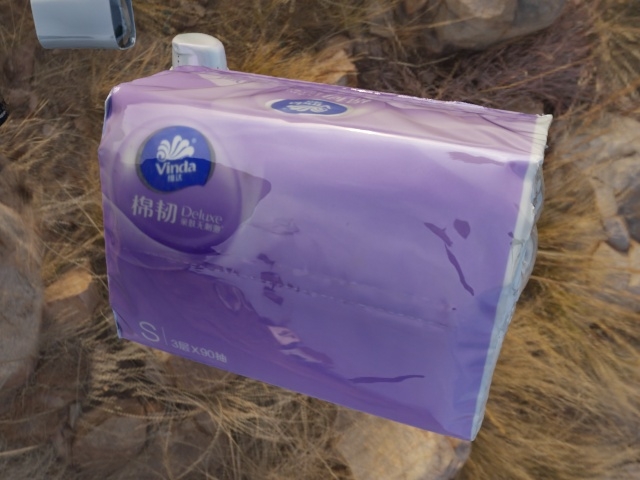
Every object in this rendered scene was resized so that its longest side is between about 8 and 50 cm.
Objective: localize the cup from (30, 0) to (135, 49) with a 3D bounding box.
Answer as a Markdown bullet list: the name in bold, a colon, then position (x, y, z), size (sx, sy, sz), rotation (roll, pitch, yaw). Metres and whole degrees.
- **cup**: position (-0.353, -0.346, 0.934), size (0.129, 0.128, 0.095), rotation (0, 114, 3)

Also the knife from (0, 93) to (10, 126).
- **knife**: position (-0.265, -0.107, 0.436), size (0.031, 0.121, 0.018), rotation (-47, 147, -32)

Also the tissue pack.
- **tissue pack**: position (0.000, 0.000, 0.508), size (0.160, 0.338, 0.242), rotation (-46, 144, -58)

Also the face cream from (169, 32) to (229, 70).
- **face cream**: position (-0.185, -0.155, 0.958), size (0.102, 0.102, 0.346), rotation (-16, 134, -25)
